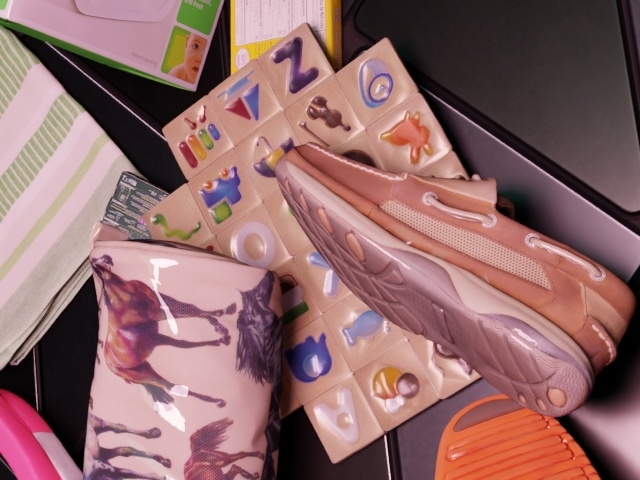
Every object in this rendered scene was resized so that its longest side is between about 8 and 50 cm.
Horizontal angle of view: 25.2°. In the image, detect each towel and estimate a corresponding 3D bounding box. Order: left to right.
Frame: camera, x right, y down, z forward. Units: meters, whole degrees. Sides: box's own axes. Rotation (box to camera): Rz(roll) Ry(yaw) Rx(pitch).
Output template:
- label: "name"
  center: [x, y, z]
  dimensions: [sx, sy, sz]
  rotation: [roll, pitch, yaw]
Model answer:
- label: "towel"
  center: [-0.333, -0.062, 1.435]
  dimensions: [0.248, 0.038, 0.325]
  rotation: [-51, 61, 13]

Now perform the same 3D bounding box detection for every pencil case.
- label: "pencil case"
  center: [-0.128, 0.194, 1.178]
  dimensions: [0.184, 0.160, 0.410]
  rotation: [4, 90, 16]

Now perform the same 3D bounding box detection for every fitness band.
- label: "fitness band"
  center: [-0.309, 0.261, 1.325]
  dimensions: [0.291, 0.054, 0.209]
  rotation: [41, 109, 42]

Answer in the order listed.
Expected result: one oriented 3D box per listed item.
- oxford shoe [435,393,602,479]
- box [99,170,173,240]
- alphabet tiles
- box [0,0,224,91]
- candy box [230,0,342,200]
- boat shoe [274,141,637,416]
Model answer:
- label: "oxford shoe"
  center: [0.170, 0.278, 1.028]
  dimensions: [0.130, 0.132, 0.363]
  rotation: [-18, 50, 5]
- label: "box"
  center: [-0.157, -0.017, 1.316]
  dimensions: [0.083, 0.018, 0.067]
  rotation: [26, 97, 10]
- label: "alphabet tiles"
  center: [0.000, 0.000, 1.218]
  dimensions: [0.285, 0.011, 0.342]
  rotation: [-35, 73, 21]
- label: "box"
  center: [-0.194, -0.280, 1.256]
  dimensions: [0.127, 0.262, 0.231]
  rotation: [20, 92, 31]
- label: "candy box"
  center: [-0.031, -0.140, 1.271]
  dimensions: [0.105, 0.027, 0.205]
  rotation: [-5, 80, 26]
- label: "boat shoe"
  center: [0.101, 0.009, 1.108]
  dimensions: [0.324, 0.123, 0.116]
  rotation: [36, 69, 29]
